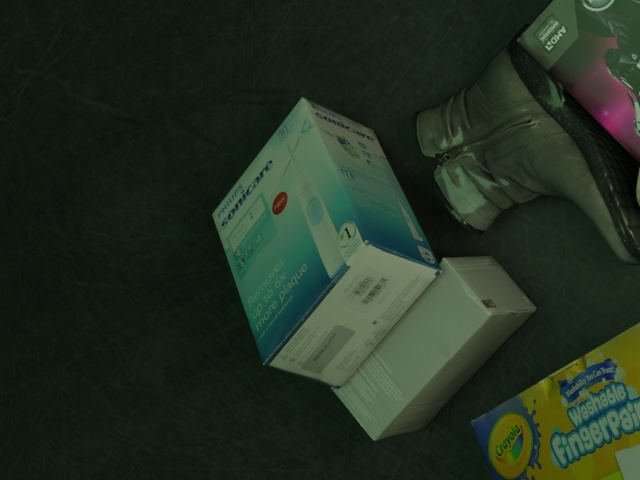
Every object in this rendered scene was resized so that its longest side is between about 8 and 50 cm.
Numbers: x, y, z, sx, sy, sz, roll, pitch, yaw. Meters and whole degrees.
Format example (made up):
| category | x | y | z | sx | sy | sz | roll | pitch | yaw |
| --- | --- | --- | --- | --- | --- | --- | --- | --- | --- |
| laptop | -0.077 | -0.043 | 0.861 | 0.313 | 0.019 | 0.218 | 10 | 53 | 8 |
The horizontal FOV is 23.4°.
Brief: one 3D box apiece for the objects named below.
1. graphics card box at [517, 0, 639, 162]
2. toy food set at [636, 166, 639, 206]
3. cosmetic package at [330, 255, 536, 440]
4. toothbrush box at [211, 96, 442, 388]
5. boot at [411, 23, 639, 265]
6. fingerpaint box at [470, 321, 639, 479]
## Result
| category | x | y | z | sx | sy | sz | roll | pitch | yaw |
| --- | --- | --- | --- | --- | --- | --- | --- | --- | --- |
| graphics card box | 0.426 | -0.178 | 1.694 | 0.371 | 0.094 | 0.233 | 48 | 115 | 13 |
| toy food set | 0.460 | -0.138 | 1.580 | 0.220 | 0.092 | 0.306 | 21 | 110 | 39 |
| cosmetic package | 0.139 | 0.132 | 1.912 | 0.107 | 0.127 | 0.238 | 48 | 114 | 24 |
| toothbrush box | 0.000 | 0.000 | 1.936 | 0.216 | 0.126 | 0.295 | -50 | 37 | 25 |
| boot | 0.259 | -0.069 | 1.849 | 0.223 | 0.118 | 0.338 | -42 | 58 | 30 |
| fingerpaint box | 0.382 | 0.278 | 1.616 | 0.371 | 0.163 | 0.445 | 68 | 153 | 14 |
